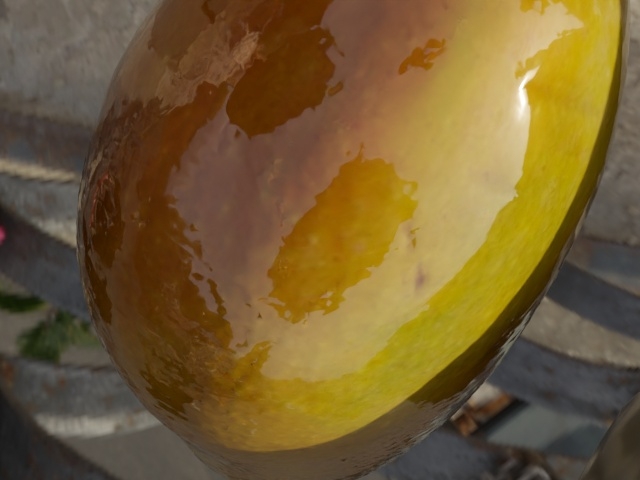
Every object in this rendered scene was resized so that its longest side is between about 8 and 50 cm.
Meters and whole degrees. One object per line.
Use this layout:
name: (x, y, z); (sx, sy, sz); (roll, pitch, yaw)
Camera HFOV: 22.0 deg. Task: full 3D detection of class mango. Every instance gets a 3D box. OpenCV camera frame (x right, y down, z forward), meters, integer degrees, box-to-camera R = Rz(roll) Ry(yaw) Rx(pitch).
mango: (0.000, 0.000, 0.435); (0.113, 0.253, 0.138); (43, 60, 16)

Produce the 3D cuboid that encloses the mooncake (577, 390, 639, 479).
mooncake: (0.305, 0.148, 0.506); (0.467, 0.262, 0.467); (5, 118, 9)
